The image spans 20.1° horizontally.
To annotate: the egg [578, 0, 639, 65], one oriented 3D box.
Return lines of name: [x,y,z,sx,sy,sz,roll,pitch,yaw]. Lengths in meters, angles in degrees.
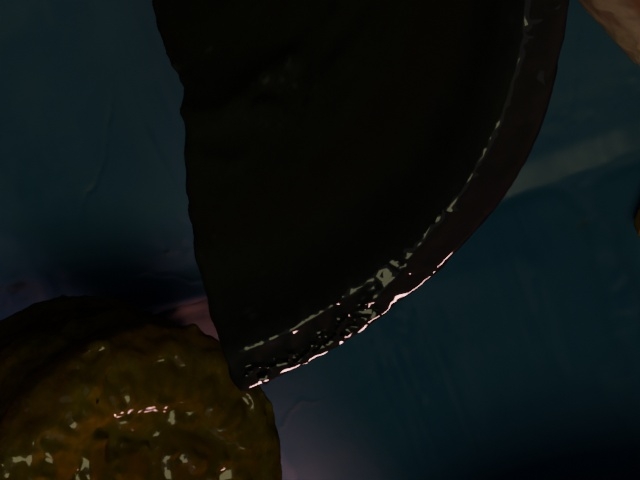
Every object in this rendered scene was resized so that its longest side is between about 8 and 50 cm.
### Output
egg: [0.179,-0.184,0.762,0.203,0.203,0.245,-10,115,-1]

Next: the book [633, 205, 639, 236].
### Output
book: [0.304,-0.112,0.943,0.208,0.020,0.295,7,124,-12]

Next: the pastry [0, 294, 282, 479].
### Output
pastry: [-0.115,0.126,0.959,0.189,0.103,0.188,-6,100,-34]

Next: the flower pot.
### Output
flower pot: [-0.105,-0.152,0.710,0.379,0.251,0.379,-3,126,-4]
